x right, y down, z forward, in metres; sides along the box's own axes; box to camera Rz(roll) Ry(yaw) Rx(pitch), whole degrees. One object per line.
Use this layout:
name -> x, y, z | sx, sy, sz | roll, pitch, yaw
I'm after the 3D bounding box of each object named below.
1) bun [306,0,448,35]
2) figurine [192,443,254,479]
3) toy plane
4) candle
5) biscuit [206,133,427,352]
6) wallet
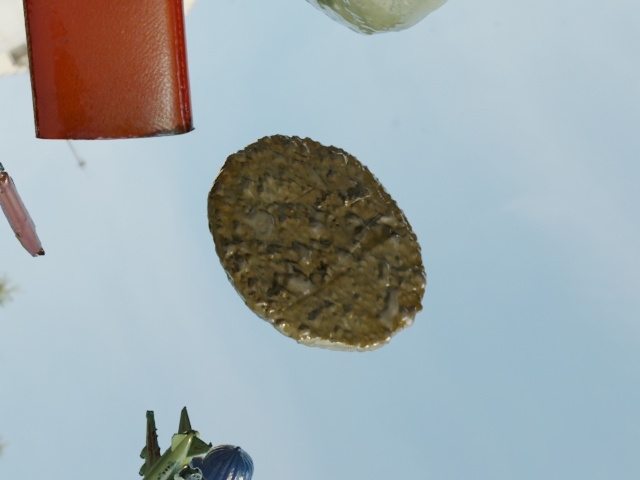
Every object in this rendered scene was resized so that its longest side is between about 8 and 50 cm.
bun -> 0.054, -0.335, 0.978 | 0.349, 0.227, 0.352 | -66, -168, -22
figurine -> -0.123, 0.323, 1.669 | 0.079, 0.077, 0.136 | -12, -104, 51
toy plane -> -0.127, 0.193, 1.107 | 0.111, 0.040, 0.102 | -58, -134, 24
candle -> -0.258, -0.033, 1.107 | 0.021, 0.167, 0.026 | -17, -116, -5
biscuit -> -0.001, 0.001, 1.158 | 0.033, 0.220, 0.220 | -48, -167, 46
wallet -> -0.187, -0.191, 1.168 | 0.142, 0.204, 0.045 | -3, -164, -2
